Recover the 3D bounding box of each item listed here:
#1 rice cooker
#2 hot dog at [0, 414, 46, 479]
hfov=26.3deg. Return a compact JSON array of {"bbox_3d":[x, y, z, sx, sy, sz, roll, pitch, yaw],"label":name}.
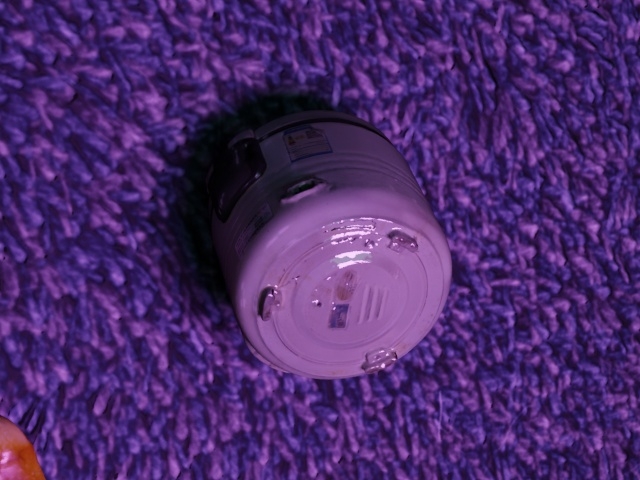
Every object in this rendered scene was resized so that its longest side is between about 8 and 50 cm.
[{"bbox_3d":[0.000,0.000,1.332,0.226,0.244,0.226,-7,126,-9],"label":"rice cooker"},{"bbox_3d":[-0.322,0.291,1.269,0.153,0.150,0.257,-27,112,-31],"label":"hot dog"}]
